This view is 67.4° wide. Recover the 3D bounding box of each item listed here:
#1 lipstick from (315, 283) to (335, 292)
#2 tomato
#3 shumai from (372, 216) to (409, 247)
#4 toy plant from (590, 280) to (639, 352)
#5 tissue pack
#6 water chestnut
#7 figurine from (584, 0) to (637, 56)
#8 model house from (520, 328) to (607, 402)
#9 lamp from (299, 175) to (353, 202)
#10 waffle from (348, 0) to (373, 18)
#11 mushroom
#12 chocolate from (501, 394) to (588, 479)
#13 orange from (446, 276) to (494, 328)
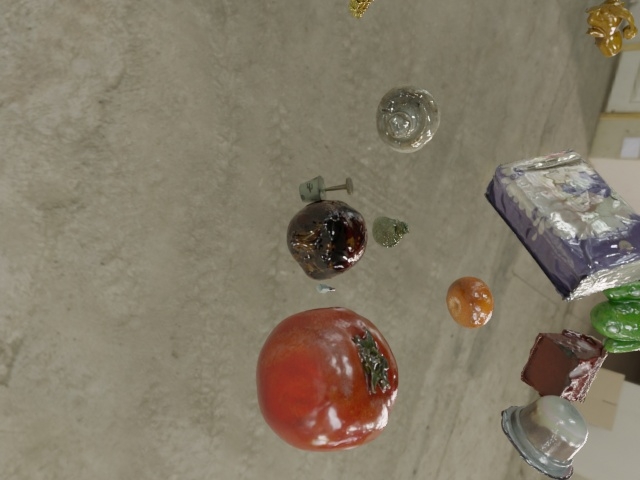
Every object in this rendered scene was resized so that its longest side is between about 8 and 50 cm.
[{"bbox_3d":[0.025,0.178,1.760,0.025,0.025,0.107,-44,151,20],"label":"lipstick"},{"bbox_3d":[0.015,0.322,1.119,0.293,0.289,0.325,4,63,-55],"label":"tomato"},{"bbox_3d":[0.180,-0.026,1.230,0.082,0.083,0.080,-48,162,23],"label":"shumai"},{"bbox_3d":[0.912,0.227,1.314,0.184,0.315,0.224,-49,148,-61],"label":"toy plant"},{"bbox_3d":[0.567,-0.049,1.093,0.242,0.344,0.125,-14,142,-14],"label":"tissue pack"},{"bbox_3d":[0.000,0.000,1.873,0.347,0.335,0.336,-24,117,-51],"label":"water chestnut"},{"bbox_3d":[0.787,-0.563,1.282,0.121,0.122,0.176,-43,139,3],"label":"figurine"},{"bbox_3d":[0.806,0.403,1.545,0.253,0.160,0.196,2,111,-32],"label":"model house"},{"bbox_3d":[0.024,-0.213,1.986,0.121,0.214,0.121,-7,90,-72],"label":"lamp"},{"bbox_3d":[0.168,-0.837,1.602,0.192,0.046,0.160,-39,170,13],"label":"waffle"},{"bbox_3d":[0.295,-0.428,1.701,0.243,0.243,0.244,-13,109,-43],"label":"mushroom"},{"bbox_3d":[0.567,0.456,1.186,0.221,0.221,0.147,-2,125,-45],"label":"chocolate"},{"bbox_3d":[0.639,0.260,2.032,0.170,0.224,0.224,-14,111,-20],"label":"orange"}]
